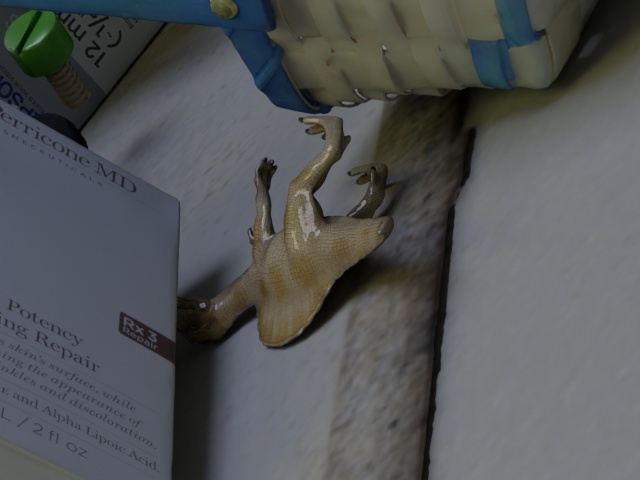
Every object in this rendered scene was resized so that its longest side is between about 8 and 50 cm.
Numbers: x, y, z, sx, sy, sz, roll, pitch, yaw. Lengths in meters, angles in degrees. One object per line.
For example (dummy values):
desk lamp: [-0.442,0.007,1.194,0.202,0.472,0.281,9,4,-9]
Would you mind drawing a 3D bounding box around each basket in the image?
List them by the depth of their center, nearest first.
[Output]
basket: [0.002,-0.178,0.804,0.289,0.201,0.255,17,57,29]

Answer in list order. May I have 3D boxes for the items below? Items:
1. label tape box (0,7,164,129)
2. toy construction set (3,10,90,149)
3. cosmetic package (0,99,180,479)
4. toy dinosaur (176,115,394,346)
label tape box: [-0.252,-0.122,1.269,0.249,0.115,0.348,-2,48,51]
toy construction set: [-0.301,-0.034,0.934,0.309,0.237,0.257,-20,44,10]
cosmetic package: [-0.126,0.042,0.744,0.085,0.117,0.231,-50,24,26]
toy dinosaur: [0.000,0.000,0.754,0.183,0.053,0.093,-26,42,53]
